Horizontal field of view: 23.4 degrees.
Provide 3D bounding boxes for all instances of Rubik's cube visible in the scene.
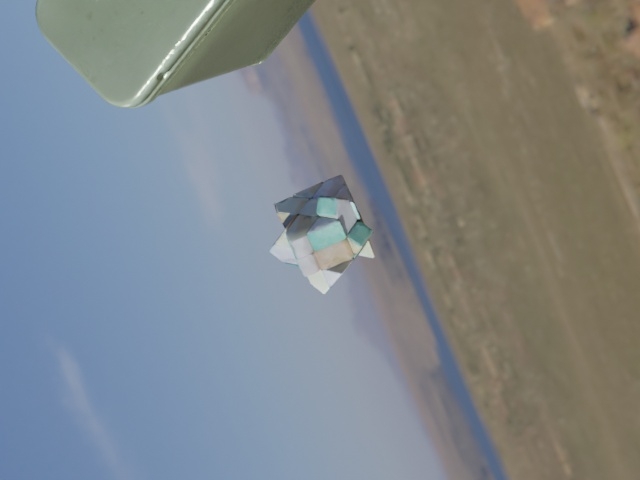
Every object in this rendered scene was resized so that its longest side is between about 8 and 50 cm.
[{"bbox_3d":[0.003,0.000,1.243,0.075,0.084,0.073,44,-166,-35],"label":"Rubik's cube"}]

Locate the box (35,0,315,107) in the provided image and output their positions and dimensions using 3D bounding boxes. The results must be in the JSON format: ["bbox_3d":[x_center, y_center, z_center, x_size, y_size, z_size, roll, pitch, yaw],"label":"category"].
[{"bbox_3d":[-0.108,-0.343,1.833,0.177,0.352,0.344,47,-154,9],"label":"box"}]
